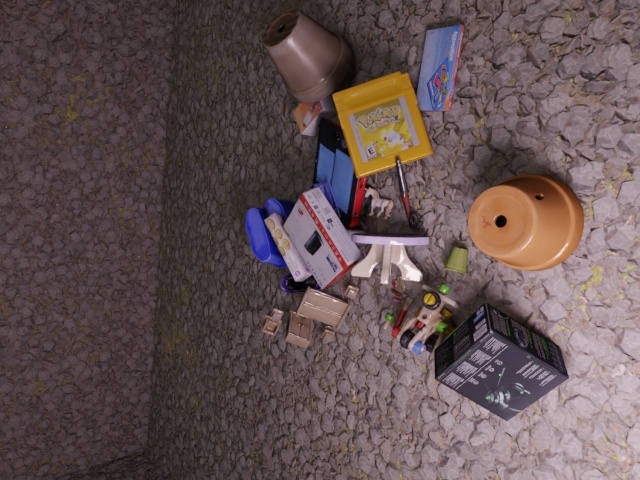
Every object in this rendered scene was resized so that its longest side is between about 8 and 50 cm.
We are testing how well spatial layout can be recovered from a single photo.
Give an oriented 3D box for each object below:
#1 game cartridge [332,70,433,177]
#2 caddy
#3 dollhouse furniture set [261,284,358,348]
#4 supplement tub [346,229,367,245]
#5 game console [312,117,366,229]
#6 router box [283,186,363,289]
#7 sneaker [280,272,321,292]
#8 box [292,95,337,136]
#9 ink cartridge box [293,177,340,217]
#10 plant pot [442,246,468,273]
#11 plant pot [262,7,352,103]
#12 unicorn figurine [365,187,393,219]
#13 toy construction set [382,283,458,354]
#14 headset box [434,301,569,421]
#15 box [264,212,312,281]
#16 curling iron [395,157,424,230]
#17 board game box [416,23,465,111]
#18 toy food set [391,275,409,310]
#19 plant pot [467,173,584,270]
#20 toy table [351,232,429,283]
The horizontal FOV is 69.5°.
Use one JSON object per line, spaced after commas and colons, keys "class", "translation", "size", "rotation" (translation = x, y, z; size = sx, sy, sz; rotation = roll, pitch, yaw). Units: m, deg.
{"class": "game cartridge", "translation": [0.220, -0.418, 1.657], "size": [0.286, 0.053, 0.323], "rotation": [-17, 88, 8]}
{"class": "caddy", "translation": [-0.203, -0.039, 2.193], "size": [0.241, 0.179, 0.341], "rotation": [-24, 74, 21]}
{"class": "dollhouse furniture set", "translation": [-0.049, 0.262, 1.990], "size": [0.173, 0.303, 0.355], "rotation": [-89, 23, -64]}
{"class": "supplement tub", "translation": [0.135, -0.010, 1.863], "size": [0.071, 0.107, 0.070], "rotation": [0, 90, 48]}
{"class": "game console", "translation": [0.066, -0.272, 1.897], "size": [0.342, 0.060, 0.386], "rotation": [42, 134, 44]}
{"class": "router box", "translation": [0.000, 0.000, 1.877], "size": [0.335, 0.082, 0.301], "rotation": [58, 151, 12]}
{"class": "sneaker", "translation": [-0.116, 0.189, 2.113], "size": [0.293, 0.146, 0.102], "rotation": [-13, 81, 47]}
{"class": "box", "translation": [-0.026, -0.569, 2.052], "size": [0.170, 0.091, 0.130], "rotation": [-42, 61, 40]}
{"class": "ink cartridge box", "translation": [-0.022, -0.123, 2.009], "size": [0.311, 0.065, 0.185], "rotation": [-39, 63, 58]}
{"class": "plant pot", "translation": [0.458, 0.064, 1.537], "size": [0.083, 0.083, 0.079], "rotation": [14, 88, 47]}
{"class": "plant pot", "translation": [-0.078, -0.780, 1.895], "size": [0.323, 0.280, 0.323], "rotation": [-18, 58, 31]}
{"class": "unicorn figurine", "translation": [0.222, -0.145, 1.811], "size": [0.162, 0.060, 0.111], "rotation": [17, 94, 33]}
{"class": "toy construction set", "translation": [0.363, 0.254, 1.572], "size": [0.237, 0.258, 0.309], "rotation": [-65, 26, 1]}
{"class": "headset box", "translation": [0.517, 0.357, 1.330], "size": [0.283, 0.131, 0.246], "rotation": [30, 122, -5]}
{"class": "box", "translation": [-0.143, 0.027, 2.017], "size": [0.067, 0.063, 0.324], "rotation": [-35, 70, 19]}
{"class": "curling iron", "translation": [0.313, -0.163, 1.649], "size": [0.068, 0.035, 0.273], "rotation": [4, 116, 52]}
{"class": "board game box", "translation": [0.413, -0.595, 1.613], "size": [0.145, 0.027, 0.281], "rotation": [18, 104, 48]}
{"class": "toy food set", "translation": [0.297, 0.201, 1.750], "size": [0.078, 0.019, 0.122], "rotation": [-32, 67, 43]}
{"class": "plant pot", "translation": [0.562, -0.052, 1.320], "size": [0.291, 0.204, 0.290], "rotation": [1, 91, 47]}
{"class": "toy table", "translation": [0.245, 0.058, 1.659], "size": [0.275, 0.252, 0.160], "rotation": [4, 96, 22]}
